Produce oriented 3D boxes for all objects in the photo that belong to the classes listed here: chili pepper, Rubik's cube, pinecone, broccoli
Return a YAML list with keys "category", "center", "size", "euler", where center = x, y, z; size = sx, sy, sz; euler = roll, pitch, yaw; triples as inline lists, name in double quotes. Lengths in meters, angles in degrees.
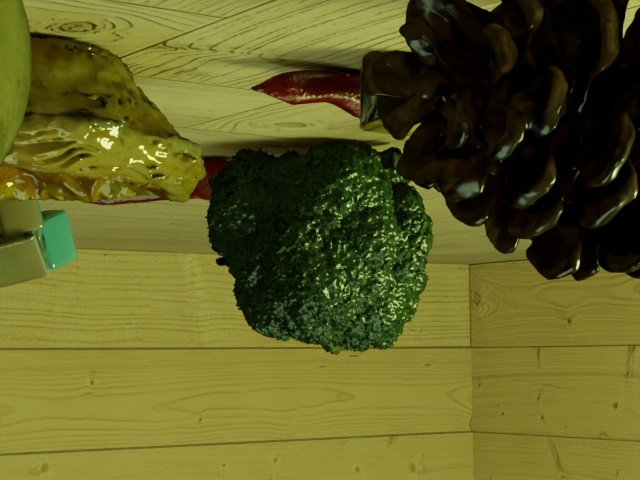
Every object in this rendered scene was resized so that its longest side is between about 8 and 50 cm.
- category: "chili pepper"
  center: [-0.199, -0.079, 1.978]
  size: [0.272, 0.063, 0.071]
  euler: [-4, 175, 8]
- category: "chili pepper"
  center: [0.048, -0.141, 1.393]
  size: [0.268, 0.059, 0.050]
  euler: [7, 133, -39]
- category: "Rubik's cube"
  center: [-0.407, -0.013, 1.529]
  size: [0.265, 0.213, 0.224]
  euler: [-15, -164, -14]
- category: "pinecone"
  center: [0.172, -0.094, 1.001]
  size: [0.309, 0.244, 0.244]
  euler: [20, 166, -28]
- category: "broccoli"
  center: [0.000, 0.000, 1.897]
  size: [0.304, 0.321, 0.283]
  euler: [9, -153, 5]

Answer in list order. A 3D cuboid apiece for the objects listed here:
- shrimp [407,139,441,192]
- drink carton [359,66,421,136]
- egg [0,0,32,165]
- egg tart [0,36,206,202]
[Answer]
- category: "shrimp"
  center: [0.274, -0.061, 1.692]
  size: [0.360, 0.085, 0.247]
  euler: [21, -159, 10]
- category: "drink carton"
  center: [0.139, -0.132, 1.337]
  size: [0.200, 0.074, 0.084]
  euler: [2, 175, -18]
- category: "egg"
  center: [-0.299, -0.107, 0.749]
  size: [0.295, 0.218, 0.218]
  euler: [15, 175, 1]
- category: "egg tart"
  center: [-0.262, -0.103, 1.280]
  size: [0.341, 0.132, 0.341]
  euler: [1, 174, 0]
